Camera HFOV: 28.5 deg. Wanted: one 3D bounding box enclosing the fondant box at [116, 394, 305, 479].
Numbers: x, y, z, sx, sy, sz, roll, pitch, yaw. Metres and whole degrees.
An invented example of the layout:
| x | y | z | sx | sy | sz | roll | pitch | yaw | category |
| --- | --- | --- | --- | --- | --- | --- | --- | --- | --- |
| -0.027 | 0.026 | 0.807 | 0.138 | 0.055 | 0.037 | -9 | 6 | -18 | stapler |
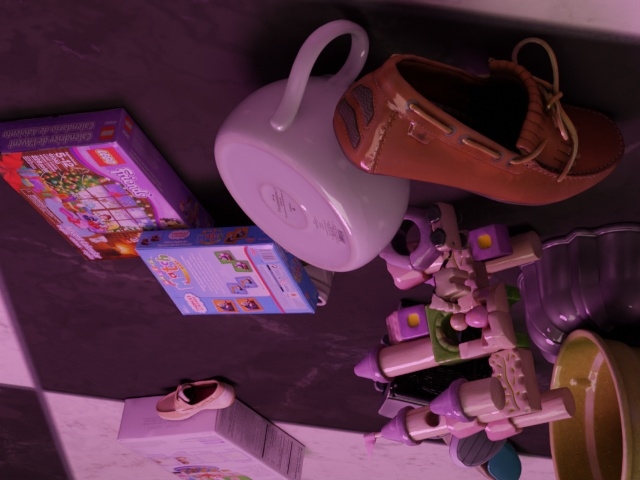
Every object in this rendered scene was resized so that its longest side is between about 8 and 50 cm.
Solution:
| x | y | z | sx | sy | sz | roll | pitch | yaw | category |
| --- | --- | --- | --- | --- | --- | --- | --- | --- | --- |
| -0.215 | 0.411 | 2.544 | 0.238 | 0.096 | 0.330 | -9 | 147 | 28 | fondant box |

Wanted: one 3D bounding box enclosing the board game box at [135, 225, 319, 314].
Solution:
| x | y | z | sx | sy | sz | roll | pitch | yaw | category |
| --- | --- | --- | --- | --- | --- | --- | --- | --- | --- |
| -0.127 | 0.044 | 1.742 | 0.211 | 0.039 | 0.160 | -3 | 141 | 23 | board game box |

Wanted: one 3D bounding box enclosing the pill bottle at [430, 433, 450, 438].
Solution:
| x | y | z | sx | sy | sz | roll | pitch | yaw | category |
| --- | --- | --- | --- | --- | --- | --- | --- | --- | --- |
| 0.185 | 0.263 | 2.160 | 0.103 | 0.103 | 0.184 | 0 | 151 | 14 | pill bottle |

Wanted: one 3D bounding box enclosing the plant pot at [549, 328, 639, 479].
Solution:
| x | y | z | sx | sy | sz | roll | pitch | yaw | category |
| --- | --- | --- | --- | --- | --- | --- | --- | --- | --- |
| 0.471 | 0.254 | 1.686 | 0.254 | 0.276 | 0.276 | 0 | 153 | -10 | plant pot |

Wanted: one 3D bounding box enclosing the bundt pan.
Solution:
| x | y | z | sx | sy | sz | roll | pitch | yaw | category |
| --- | --- | --- | --- | --- | --- | --- | --- | --- | --- |
| 0.441 | 0.107 | 1.790 | 0.331 | 0.124 | 0.331 | 6 | 151 | 3 | bundt pan |

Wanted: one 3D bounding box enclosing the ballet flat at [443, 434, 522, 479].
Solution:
| x | y | z | sx | sy | sz | roll | pitch | yaw | category |
| --- | --- | --- | --- | --- | --- | --- | --- | --- | --- |
| 0.305 | 0.402 | 2.433 | 0.086 | 0.086 | 0.248 | -11 | 145 | 31 | ballet flat |

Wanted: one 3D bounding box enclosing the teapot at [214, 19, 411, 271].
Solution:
| x | y | z | sx | sy | sz | roll | pitch | yaw | category |
| --- | --- | --- | --- | --- | --- | --- | --- | --- | --- |
| 0.014 | -0.104 | 1.451 | 0.252 | 0.187 | 0.256 | 48 | 158 | -14 | teapot |

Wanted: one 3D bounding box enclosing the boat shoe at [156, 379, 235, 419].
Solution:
| x | y | z | sx | sy | sz | roll | pitch | yaw | category |
| --- | --- | --- | --- | --- | --- | --- | --- | --- | --- |
| -0.244 | 0.293 | 2.372 | 0.170 | 0.063 | 0.059 | -18 | 141 | 23 | boat shoe |

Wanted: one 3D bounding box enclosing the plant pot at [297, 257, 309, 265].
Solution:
| x | y | z | sx | sy | sz | roll | pitch | yaw | category |
| --- | --- | --- | --- | --- | --- | --- | --- | --- | --- |
| 0.000 | 0.000 | 1.756 | 0.079 | 0.083 | 0.083 | 0 | 153 | -11 | plant pot |

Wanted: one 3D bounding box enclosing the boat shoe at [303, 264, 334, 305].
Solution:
| x | y | z | sx | sy | sz | roll | pitch | yaw | category |
| --- | --- | --- | --- | --- | --- | --- | --- | --- | --- |
| -0.114 | 0.051 | 1.855 | 0.267 | 0.088 | 0.096 | 7 | 152 | 0 | boat shoe |

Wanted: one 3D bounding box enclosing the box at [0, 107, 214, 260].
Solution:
| x | y | z | sx | sy | sz | roll | pitch | yaw | category |
| --- | --- | --- | --- | --- | --- | --- | --- | --- | --- |
| -0.294 | -0.068 | 1.712 | 0.201 | 0.057 | 0.293 | -5 | 150 | 20 | box |

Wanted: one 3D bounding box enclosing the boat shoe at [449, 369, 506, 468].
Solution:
| x | y | z | sx | sy | sz | roll | pitch | yaw | category |
| --- | --- | --- | --- | --- | --- | --- | --- | --- | --- |
| 0.272 | 0.290 | 2.079 | 0.083 | 0.226 | 0.076 | 52 | 147 | -11 | boat shoe |

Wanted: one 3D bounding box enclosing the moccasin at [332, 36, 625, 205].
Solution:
| x | y | z | sx | sy | sz | roll | pitch | yaw | category |
| --- | --- | --- | --- | --- | --- | --- | --- | --- | --- |
| 0.194 | -0.132 | 1.354 | 0.380 | 0.139 | 0.147 | 10 | 138 | -33 | moccasin |

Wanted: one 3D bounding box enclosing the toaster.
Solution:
| x | y | z | sx | sy | sz | roll | pitch | yaw | category |
| --- | --- | --- | --- | --- | --- | --- | --- | --- | --- |
| 0.186 | 0.199 | 1.979 | 0.186 | 0.168 | 0.110 | 13 | 154 | -8 | toaster |

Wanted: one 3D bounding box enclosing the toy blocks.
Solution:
| x | y | z | sx | sy | sz | roll | pitch | yaw | category |
| --- | --- | --- | --- | --- | --- | --- | --- | --- | --- |
| 0.139 | 0.126 | 1.659 | 0.260 | 0.288 | 0.309 | -17 | 165 | 31 | toy blocks |
